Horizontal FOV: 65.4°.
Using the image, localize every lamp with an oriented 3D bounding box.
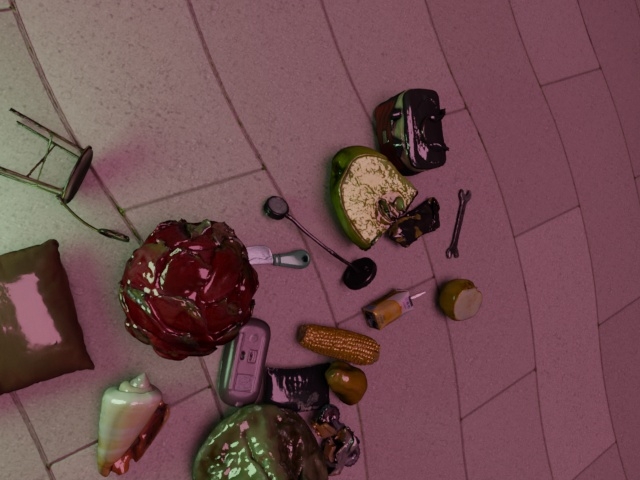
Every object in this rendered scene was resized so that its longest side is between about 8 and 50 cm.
[{"bbox_3d":[-0.017,0.021,1.422,0.371,0.108,0.130,27,47,-16],"label":"lamp"}]

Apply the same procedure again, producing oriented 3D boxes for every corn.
[{"bbox_3d":[0.057,0.299,1.438,0.260,0.091,0.091,21,120,-25],"label":"corn"}]

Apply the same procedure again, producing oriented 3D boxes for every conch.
[{"bbox_3d":[-0.459,0.419,1.169,0.158,0.127,0.255,23,101,-54],"label":"conch"}]

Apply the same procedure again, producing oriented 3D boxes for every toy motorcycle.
[{"bbox_3d":[0.037,0.578,1.416,0.129,0.094,0.229,-37,116,-25],"label":"toy motorcycle"}]

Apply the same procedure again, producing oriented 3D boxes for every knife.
[{"bbox_3d":[-0.149,0.045,1.373,0.260,0.034,0.063,3,84,-25],"label":"knife"}]

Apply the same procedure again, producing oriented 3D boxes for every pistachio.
[{"bbox_3d":[0.078,0.398,1.415,0.189,0.110,0.100,64,26,-46],"label":"pistachio"}]

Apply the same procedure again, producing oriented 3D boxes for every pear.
[{"bbox_3d":[0.453,0.189,1.643,0.140,0.104,0.141,-10,117,-21],"label":"pear"},{"bbox_3d":[0.111,-0.133,1.444,0.255,0.164,0.238,43,81,-14],"label":"pear"}]

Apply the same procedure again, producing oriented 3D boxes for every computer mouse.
[{"bbox_3d":[-0.200,0.321,1.323,0.120,0.057,0.233,14,80,-27],"label":"computer mouse"}]

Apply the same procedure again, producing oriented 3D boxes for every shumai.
[{"bbox_3d":[-0.106,0.625,1.204,0.324,0.323,0.398,-35,110,-14],"label":"shumai"}]

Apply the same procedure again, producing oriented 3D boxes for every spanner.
[{"bbox_3d":[0.474,-0.057,1.706,0.054,0.015,0.255,19,80,-28],"label":"spanner"}]

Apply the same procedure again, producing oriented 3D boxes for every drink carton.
[{"bbox_3d":[0.231,0.198,1.540,0.199,0.074,0.084,-25,101,-27],"label":"drink carton"}]

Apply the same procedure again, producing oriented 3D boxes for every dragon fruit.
[{"bbox_3d":[-0.298,0.112,1.143,0.329,0.329,0.330,1,89,-27],"label":"dragon fruit"}]

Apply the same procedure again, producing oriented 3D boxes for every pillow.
[{"bbox_3d":[-0.063,0.417,1.392,0.208,0.055,0.142,5,85,-30],"label":"pillow"},{"bbox_3d":[-0.675,0.181,1.049,0.305,0.108,0.308,-17,97,-25],"label":"pillow"}]

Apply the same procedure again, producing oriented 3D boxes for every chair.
[{"bbox_3d":[-0.547,-0.133,1.103,0.325,0.159,0.170,27,78,-20],"label":"chair"}]

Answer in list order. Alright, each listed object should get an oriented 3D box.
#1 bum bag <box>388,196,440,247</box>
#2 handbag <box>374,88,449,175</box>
[{"bbox_3d":[0.304,-0.054,1.592,0.232,0.060,0.107,-29,93,-27],"label":"bum bag"},{"bbox_3d":[0.272,-0.326,1.514,0.181,0.181,0.255,-8,92,-28],"label":"handbag"}]
